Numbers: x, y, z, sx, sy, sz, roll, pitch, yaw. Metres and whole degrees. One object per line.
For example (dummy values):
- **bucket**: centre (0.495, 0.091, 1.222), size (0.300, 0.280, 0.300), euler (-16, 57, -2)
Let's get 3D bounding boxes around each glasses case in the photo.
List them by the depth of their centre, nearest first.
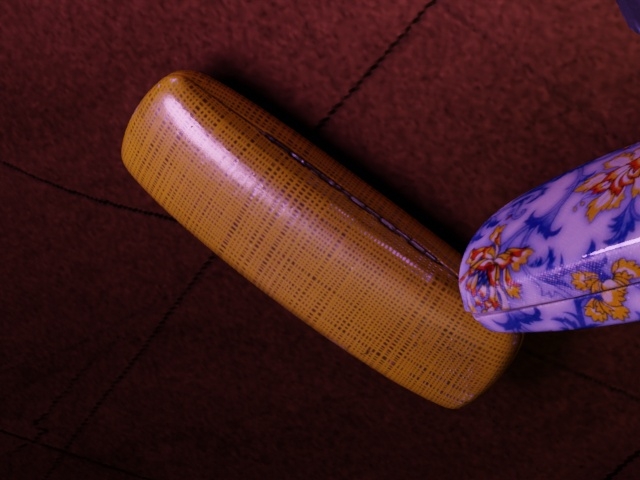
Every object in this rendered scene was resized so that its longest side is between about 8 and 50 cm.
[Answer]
- **glasses case**: centre (0.171, -0.012, 0.785), size (0.248, 0.087, 0.065), euler (-16, 118, 39)
- **glasses case**: centre (0.000, 0.000, 0.915), size (0.234, 0.064, 0.079), euler (37, 133, 2)

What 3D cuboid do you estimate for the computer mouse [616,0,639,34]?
- **computer mouse**: centre (0.221, -0.129, 0.681), size (0.231, 0.071, 0.126), euler (-8, 104, 24)
